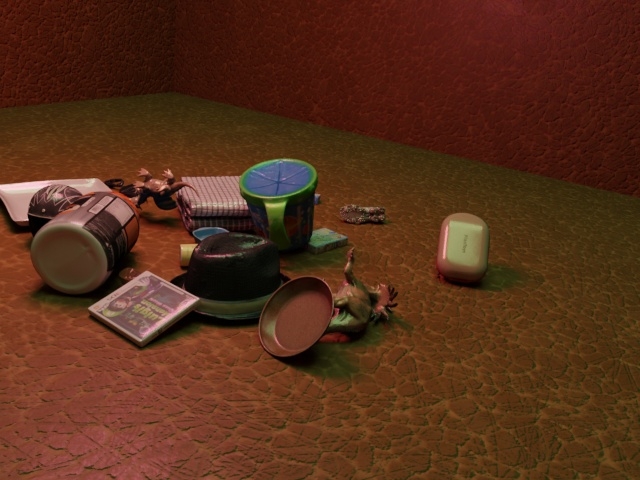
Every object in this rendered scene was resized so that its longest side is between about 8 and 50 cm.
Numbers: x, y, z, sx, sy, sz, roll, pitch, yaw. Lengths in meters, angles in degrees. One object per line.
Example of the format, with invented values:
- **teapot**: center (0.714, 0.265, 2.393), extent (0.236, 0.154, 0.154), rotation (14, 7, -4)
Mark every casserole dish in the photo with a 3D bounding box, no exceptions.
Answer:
- **casserole dish**: center (-0.304, 0.008, 1.845), extent (0.114, 0.037, 0.188), rotation (-11, 27, -39)

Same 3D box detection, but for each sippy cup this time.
- **sippy cup**: center (-0.116, -0.097, 1.875), extent (0.240, 0.224, 0.305), rotation (20, 44, 31)

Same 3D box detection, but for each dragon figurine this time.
- **dragon figurine**: center (-0.491, -0.153, 1.948), extent (0.289, 0.144, 0.085), rotation (3, 63, 13)

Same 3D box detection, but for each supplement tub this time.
- **supplement tub**: center (-0.583, -0.010, 1.583), extent (0.194, 0.193, 0.316), rotation (7, 20, -2)

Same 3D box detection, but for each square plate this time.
- **square plate**: center (-0.833, -0.122, 1.984), extent (0.344, 0.049, 0.347), rotation (-9, 27, -35)

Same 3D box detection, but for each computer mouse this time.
- **computer mouse**: center (-0.701, -0.180, 2.205), extent (0.071, 0.041, 0.242), rotation (-30, 34, -32)

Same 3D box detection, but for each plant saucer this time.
- **plant saucer**: center (-0.048, 0.172, 1.375), extent (0.198, 0.198, 0.036), rotation (32, -9, 47)

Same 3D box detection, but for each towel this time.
- **towel**: center (-0.346, -0.117, 2.045), extent (0.235, 0.121, 0.283), rotation (-3, 25, -21)

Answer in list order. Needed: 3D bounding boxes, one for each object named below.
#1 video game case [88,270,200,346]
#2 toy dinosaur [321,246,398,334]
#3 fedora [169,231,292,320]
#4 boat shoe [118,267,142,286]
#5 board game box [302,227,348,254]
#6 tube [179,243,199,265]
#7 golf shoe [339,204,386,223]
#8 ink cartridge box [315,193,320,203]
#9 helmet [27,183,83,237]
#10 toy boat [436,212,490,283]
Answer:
- **video game case**: center (-0.400, 0.149, 1.406), extent (0.190, 0.022, 0.173), rotation (22, 42, 31)
- **toy dinosaur**: center (0.087, 0.160, 1.493), extent (0.200, 0.127, 0.295), rotation (42, 41, -6)
- **fedora**: center (-0.212, 0.072, 1.551), extent (0.334, 0.152, 0.334), rotation (6, 22, -3)
- **boat shoe**: center (-0.433, 0.117, 1.518), extent (0.153, 0.048, 0.056), rotation (21, 42, 24)
- **board game box**: center (0.000, 0.000, 1.977), extent (0.103, 0.026, 0.154), rotation (24, 27, 37)
- **tube**: center (-0.272, 0.038, 1.732), extent (0.240, 0.070, 0.062), rotation (1, 20, -17)
- **golf shoe**: center (0.146, -0.093, 2.241), extent (0.176, 0.069, 0.086), rotation (4, 1, -17)
- **ink cartridge box**: center (-0.046, -0.166, 2.381), extent (0.083, 0.028, 0.048), rotation (10, 21, 9)
- **helmet**: center (-0.734, -0.079, 1.736), extent (0.169, 0.161, 0.169), rotation (6, 35, -4)
- **toy boat**: center (0.430, 0.034, 1.886), extent (0.151, 0.151, 0.231), rotation (10, 64, 6)
